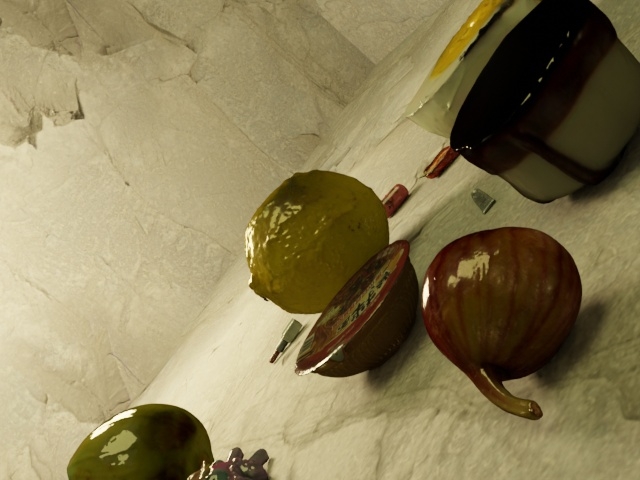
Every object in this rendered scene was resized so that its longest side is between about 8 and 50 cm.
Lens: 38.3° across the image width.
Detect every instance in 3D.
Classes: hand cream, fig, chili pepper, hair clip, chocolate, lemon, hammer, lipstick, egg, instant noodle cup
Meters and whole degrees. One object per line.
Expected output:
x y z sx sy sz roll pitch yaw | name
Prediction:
0.270 -0.069 1.547 0.030 0.019 0.093 -50 13 9 | hand cream
-0.332 0.417 1.685 0.271 0.239 0.239 -1 31 17 | fig
0.273 -0.185 1.913 0.178 0.027 0.045 -48 15 11 | chili pepper
-0.156 0.415 1.437 0.137 0.090 0.278 -5 36 24 | hair clip
0.326 -0.180 1.251 0.283 0.186 0.283 -54 14 20 | chocolate
0.186 0.094 0.991 0.175 0.175 0.207 -30 42 61 | fig
0.000 0.000 1.757 0.322 0.268 0.268 -46 9 -16 | lemon
0.156 -0.087 2.011 0.083 0.043 0.043 -50 10 5 | hammer
-0.078 0.217 1.965 0.107 0.025 0.025 -57 11 -5 | lipstick
0.312 -0.292 1.656 0.337 0.201 0.337 -52 4 5 | egg
0.077 0.130 1.447 0.274 0.090 0.274 -47 10 11 | instant noodle cup
